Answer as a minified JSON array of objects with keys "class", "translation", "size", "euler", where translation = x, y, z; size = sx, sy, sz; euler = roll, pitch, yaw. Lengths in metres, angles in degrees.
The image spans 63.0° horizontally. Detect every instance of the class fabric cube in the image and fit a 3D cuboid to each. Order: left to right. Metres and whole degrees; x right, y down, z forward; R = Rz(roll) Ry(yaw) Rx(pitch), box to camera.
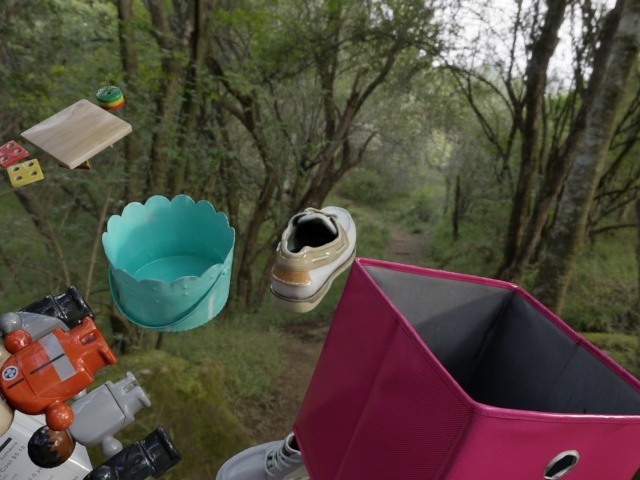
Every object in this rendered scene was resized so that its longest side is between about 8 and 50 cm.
[{"class":"fabric cube","translation":[0.147,0.202,0.581],"size":[0.254,0.258,0.259],"euler":[11,21,-24]}]

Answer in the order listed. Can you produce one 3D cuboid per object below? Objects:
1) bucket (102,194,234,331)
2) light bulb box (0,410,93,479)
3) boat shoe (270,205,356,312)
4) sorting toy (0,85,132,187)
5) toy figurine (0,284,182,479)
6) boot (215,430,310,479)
[{"class":"bucket","translation":[-0.323,0.052,1.139],"size":[0.281,0.183,0.281],"euler":[4,41,-3]},{"class":"light bulb box","translation":[-0.647,0.387,0.839],"size":[0.361,0.358,0.225],"euler":[49,-19,-28]},{"class":"boat shoe","translation":[0.000,0.000,0.896],"size":[0.113,0.103,0.302],"euler":[10,29,10]},{"class":"sorting toy","translation":[-0.428,-0.172,0.914],"size":[0.132,0.274,0.046],"euler":[29,-36,22]},{"class":"toy figurine","translation":[-0.262,0.170,0.523],"size":[0.148,0.213,0.210],"euler":[-33,27,-22]},{"class":"boot","translation":[-0.058,0.359,0.881],"size":[0.258,0.123,0.095],"euler":[-15,48,-7]}]
